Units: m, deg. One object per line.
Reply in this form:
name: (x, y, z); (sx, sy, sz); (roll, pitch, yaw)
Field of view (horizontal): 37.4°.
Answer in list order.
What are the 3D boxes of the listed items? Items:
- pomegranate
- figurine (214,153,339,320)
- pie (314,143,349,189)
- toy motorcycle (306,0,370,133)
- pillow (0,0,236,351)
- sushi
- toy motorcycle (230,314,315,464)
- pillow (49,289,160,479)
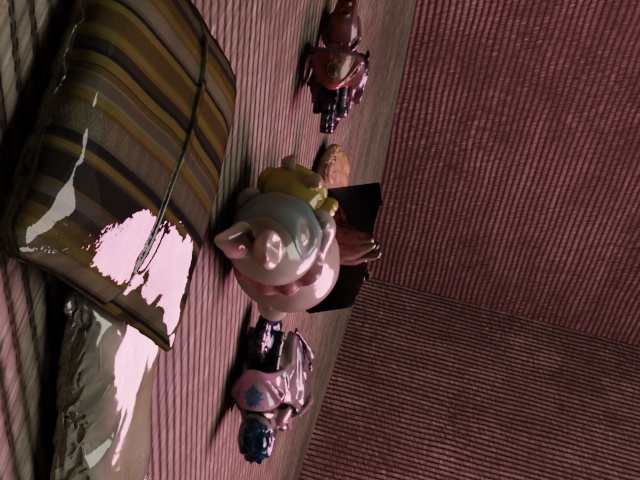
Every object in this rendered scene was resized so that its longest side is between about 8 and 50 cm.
pomegranate: (-0.009, -0.006, 1.216); (0.163, 0.125, 0.138); (-9, -130, 49)
figurine: (-0.041, -0.009, 1.026); (0.155, 0.127, 0.235); (-56, 166, -12)
pie: (0.011, -0.075, 1.640); (0.218, 0.052, 0.185); (-45, 150, -74)
toy motorcycle: (0.026, -0.247, 1.270); (0.118, 0.084, 0.213); (93, 5, -54)
pillow: (-0.105, -0.059, 0.570); (0.208, 0.052, 0.212); (54, 44, -65)
sushi: (0.007, 0.013, 1.415); (0.150, 0.153, 0.172); (175, -93, -78)
toy motorcycle: (-0.077, 0.230, 1.340); (0.239, 0.108, 0.204); (56, 38, -47)
pillow: (-0.149, 0.112, 0.669); (0.128, 0.050, 0.229); (-45, 148, -61)
